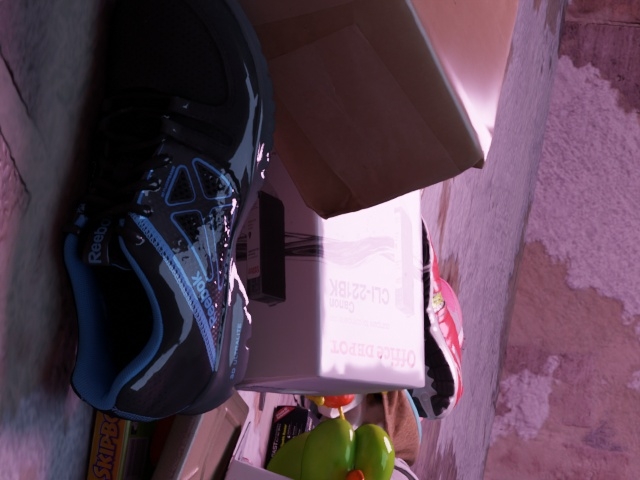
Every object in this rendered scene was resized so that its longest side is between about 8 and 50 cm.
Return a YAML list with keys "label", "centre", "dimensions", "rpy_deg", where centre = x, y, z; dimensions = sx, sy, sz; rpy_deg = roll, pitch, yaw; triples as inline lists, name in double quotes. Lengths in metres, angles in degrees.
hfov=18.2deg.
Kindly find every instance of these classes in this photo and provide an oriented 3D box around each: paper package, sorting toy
- label: "paper package"
  centre: [0.021, -0.245, 1.598]
  dimensions: [0.325, 0.168, 0.309]
  rpy_deg: [60, 28, -31]
- label: "sorting toy"
  centre: [-0.136, 0.252, 1.601]
  dimensions: [0.229, 0.041, 0.307]
  rpy_deg: [77, 33, -74]

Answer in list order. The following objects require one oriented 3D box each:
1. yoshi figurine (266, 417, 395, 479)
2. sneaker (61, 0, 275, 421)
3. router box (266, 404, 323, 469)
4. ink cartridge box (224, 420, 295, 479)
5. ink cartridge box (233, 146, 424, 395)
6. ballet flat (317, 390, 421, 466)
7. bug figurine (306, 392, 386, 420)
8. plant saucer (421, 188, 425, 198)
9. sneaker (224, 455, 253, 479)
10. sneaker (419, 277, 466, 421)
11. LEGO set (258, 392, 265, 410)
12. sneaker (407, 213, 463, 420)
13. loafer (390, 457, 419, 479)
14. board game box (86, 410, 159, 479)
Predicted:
- label: "yoshi figurine"
  centre: [-0.011, 0.333, 1.885]
  dimensions: [0.203, 0.203, 0.362]
  rpy_deg: [7, 101, -49]
- label: "sneaker"
  centre: [-0.115, -0.036, 1.443]
  dimensions: [0.139, 0.125, 0.341]
  rpy_deg: [-7, 96, -60]
- label: "router box"
  centre: [-0.031, 0.245, 2.151]
  dimensions: [0.092, 0.038, 0.122]
  rpy_deg: [56, 43, -71]
- label: "ink cartridge box"
  centre: [-0.068, 0.258, 1.695]
  dimensions: [0.104, 0.061, 0.181]
  rpy_deg: [105, 6, -62]
- label: "ink cartridge box"
  centre: [0.000, 0.000, 1.794]
  dimensions: [0.197, 0.114, 0.273]
  rpy_deg: [12, 76, -58]
- label: "ballet flat"
  centre: [0.041, 0.174, 2.317]
  dimensions: [0.124, 0.116, 0.342]
  rpy_deg: [-49, 148, -34]
- label: "bug figurine"
  centre: [0.007, 0.053, 1.998]
  dimensions: [0.279, 0.072, 0.216]
  rpy_deg: [-140, -123, -73]
- label: "plant saucer"
  centre: [0.049, -0.111, 2.186]
  dimensions: [0.278, 0.041, 0.278]
  rpy_deg: [-27, 122, -57]
- label: "sneaker"
  centre: [-0.090, 0.297, 1.789]
  dimensions: [0.088, 0.093, 0.225]
  rpy_deg: [79, 21, -53]
- label: "sneaker"
  centre: [0.120, 0.113, 2.590]
  dimensions: [0.314, 0.116, 0.136]
  rpy_deg: [-65, 156, -56]
- label: "LEGO set"
  centre: [-0.062, 0.026, 1.941]
  dimensions: [0.182, 0.060, 0.244]
  rpy_deg: [-83, 178, -79]
- label: "sneaker"
  centre: [0.111, 0.082, 2.445]
  dimensions: [0.118, 0.107, 0.279]
  rpy_deg: [-4, 83, -71]
- label: "loafer"
  centre: [0.046, 0.272, 2.157]
  dimensions: [0.319, 0.111, 0.112]
  rpy_deg: [5, 92, -79]
- label: "board game box"
  centre: [-0.131, 0.139, 1.657]
  dimensions: [0.259, 0.039, 0.124]
  rpy_deg: [19, 79, -75]
